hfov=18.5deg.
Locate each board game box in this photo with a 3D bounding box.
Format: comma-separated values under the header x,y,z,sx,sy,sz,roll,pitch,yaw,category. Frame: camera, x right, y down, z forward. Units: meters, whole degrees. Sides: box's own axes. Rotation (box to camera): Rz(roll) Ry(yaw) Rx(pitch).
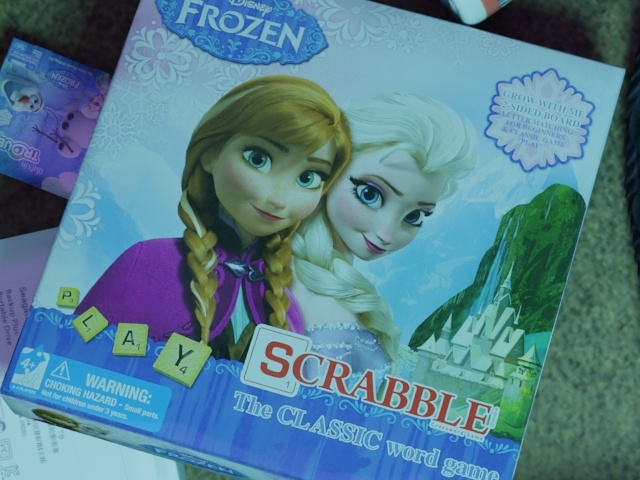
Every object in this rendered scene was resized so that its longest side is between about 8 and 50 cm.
x,y,z,sx,sy,sz,roll,pitch,yaw,category
-0.181,-0.080,1.328,0.090,0.020,0.090,21,89,5,board game box
0.000,0.000,1.247,0.318,0.066,0.318,15,73,6,board game box

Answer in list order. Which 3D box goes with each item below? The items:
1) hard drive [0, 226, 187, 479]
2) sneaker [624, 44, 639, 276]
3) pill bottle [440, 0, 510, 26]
x,y,z,sx,sy,sz,roll,pitch,yaw,category
-0.275,0.133,1.312,0.353,0.047,0.233,-12,86,3,hard drive
0.277,0.008,1.260,0.131,0.112,0.319,-7,89,-13,sneaker
0.143,-0.234,1.267,0.193,0.108,0.108,-36,85,2,pill bottle
